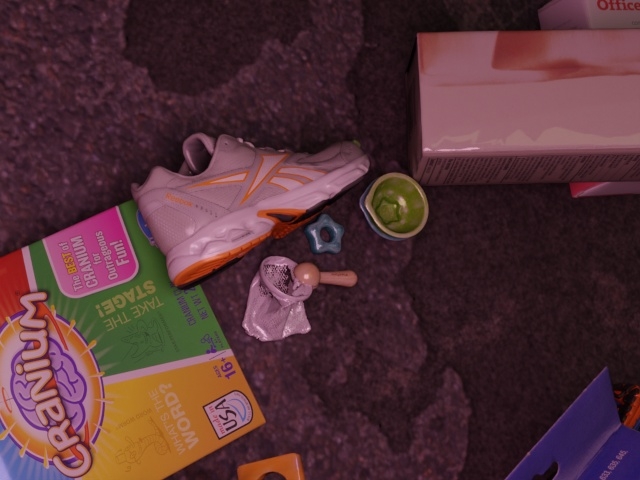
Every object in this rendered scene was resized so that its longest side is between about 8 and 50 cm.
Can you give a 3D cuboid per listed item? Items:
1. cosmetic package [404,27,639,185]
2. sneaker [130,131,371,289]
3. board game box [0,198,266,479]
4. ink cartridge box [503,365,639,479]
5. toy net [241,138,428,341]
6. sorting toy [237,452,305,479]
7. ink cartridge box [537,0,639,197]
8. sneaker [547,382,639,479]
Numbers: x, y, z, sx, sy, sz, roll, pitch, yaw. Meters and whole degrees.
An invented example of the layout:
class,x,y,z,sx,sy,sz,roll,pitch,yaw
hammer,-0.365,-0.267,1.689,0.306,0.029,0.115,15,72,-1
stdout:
class,x,y,z,sx,sy,sz,roll,pitch,yaw
cosmetic package,0.237,-0.132,1.666,0.296,0.153,0.129,-1,78,-3
sneaker,-0.061,-0.060,1.539,0.262,0.099,0.121,-29,85,-45
board game box,-0.235,0.126,1.468,0.316,0.064,0.242,-27,91,-30
ink cartridge box,0.249,0.329,1.570,0.303,0.072,0.307,-41,127,-39
toy net,0.000,0.000,1.632,0.122,0.045,0.232,50,61,-9
sorting toy,-0.023,0.352,1.429,0.047,0.196,0.347,23,42,-60
ink cartridge box,0.340,-0.165,1.823,0.158,0.092,0.218,-5,78,-28
sneaker,0.289,0.253,1.704,0.087,0.083,0.221,45,66,-22
